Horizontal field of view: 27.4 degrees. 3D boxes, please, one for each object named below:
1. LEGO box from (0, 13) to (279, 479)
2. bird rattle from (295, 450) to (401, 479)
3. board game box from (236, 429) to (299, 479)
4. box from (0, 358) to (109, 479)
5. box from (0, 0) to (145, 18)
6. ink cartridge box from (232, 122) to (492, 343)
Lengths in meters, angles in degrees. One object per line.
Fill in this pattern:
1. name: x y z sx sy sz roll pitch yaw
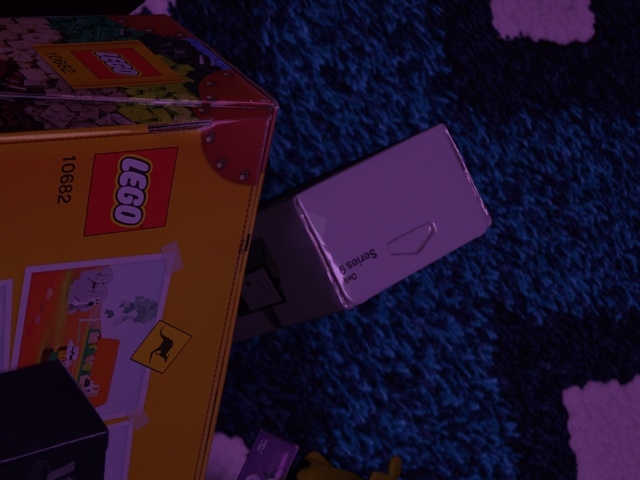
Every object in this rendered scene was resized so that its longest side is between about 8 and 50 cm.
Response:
1. LEGO box: -0.275 0.090 1.039 0.372 0.193 0.500 -8 124 -35
2. bird rattle: 0.058 0.347 1.432 0.253 0.143 0.207 48 68 -29
3. board game box: -0.119 0.365 1.233 0.056 0.208 0.347 26 62 -3
4. box: -0.241 0.185 0.924 0.158 0.093 0.156 -12 128 -31
5. box: -0.283 -0.292 1.291 0.167 0.203 0.169 -3 80 -34
6. ink cartridge box: 0.000 0.000 1.349 0.211 0.289 0.122 -29 95 -35
